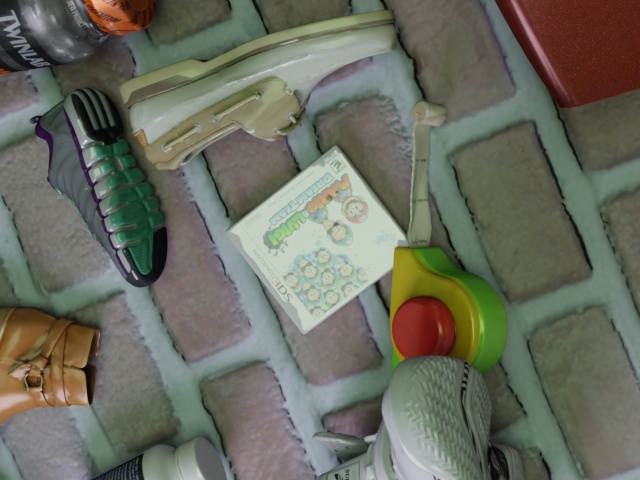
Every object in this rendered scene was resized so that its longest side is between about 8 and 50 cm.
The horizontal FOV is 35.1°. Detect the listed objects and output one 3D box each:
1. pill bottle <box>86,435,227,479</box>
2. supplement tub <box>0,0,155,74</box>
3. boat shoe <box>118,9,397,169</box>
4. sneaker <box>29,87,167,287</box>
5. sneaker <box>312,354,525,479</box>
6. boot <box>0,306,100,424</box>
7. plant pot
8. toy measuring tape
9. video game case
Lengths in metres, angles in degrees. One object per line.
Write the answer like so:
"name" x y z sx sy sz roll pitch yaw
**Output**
"pill bottle" -0.192 0.283 1.119 0.169 0.094 0.094 -28 92 12
"supplement tub" -0.352 -0.268 1.018 0.338 0.207 0.207 -7 96 10
"boat shoe" -0.056 -0.154 1.041 0.302 0.113 0.103 -14 96 21
"sneaker" -0.243 -0.049 1.106 0.098 0.083 0.223 -19 89 31
"sneaker" 0.071 0.225 0.971 0.210 0.366 0.137 -8 57 18
"boot" -0.331 0.174 1.141 0.153 0.073 0.197 9 101 4
"plant pot" 0.266 -0.266 0.906 0.267 0.267 0.235 -16 106 11
"toy measuring tape" 0.135 0.026 1.024 0.122 0.121 0.329 4 94 8
"video game case" 0.000 0.000 1.091 0.157 0.019 0.143 -37 91 11
